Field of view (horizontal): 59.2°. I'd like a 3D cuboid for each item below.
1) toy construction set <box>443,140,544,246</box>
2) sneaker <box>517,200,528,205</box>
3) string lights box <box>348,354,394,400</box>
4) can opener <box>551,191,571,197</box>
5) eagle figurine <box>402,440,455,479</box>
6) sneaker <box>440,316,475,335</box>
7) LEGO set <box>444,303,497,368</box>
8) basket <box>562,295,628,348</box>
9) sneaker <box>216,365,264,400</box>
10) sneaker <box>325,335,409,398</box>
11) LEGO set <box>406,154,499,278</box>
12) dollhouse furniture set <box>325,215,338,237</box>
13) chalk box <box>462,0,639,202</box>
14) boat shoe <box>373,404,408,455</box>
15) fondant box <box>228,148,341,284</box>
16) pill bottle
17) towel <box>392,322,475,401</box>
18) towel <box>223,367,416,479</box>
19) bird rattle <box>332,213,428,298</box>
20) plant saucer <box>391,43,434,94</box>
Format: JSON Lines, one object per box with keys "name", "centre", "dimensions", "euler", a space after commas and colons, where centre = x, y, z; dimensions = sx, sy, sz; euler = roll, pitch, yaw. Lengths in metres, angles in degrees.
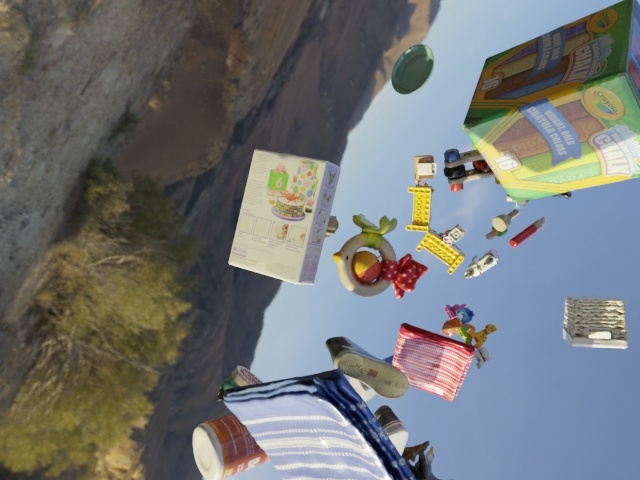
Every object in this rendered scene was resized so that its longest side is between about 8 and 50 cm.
{"name": "toy construction set", "centre": [0.499, -0.167, 1.459], "dimensions": [0.237, 0.309, 0.257], "euler": [-29, -173, -28]}
{"name": "sneaker", "centre": [0.427, -0.196, 1.225], "dimensions": [0.130, 0.228, 0.087], "euler": [-26, 170, 19]}
{"name": "string lights box", "centre": [0.219, 0.460, 1.912], "dimensions": [0.259, 0.077, 0.133], "euler": [-17, 148, -28]}
{"name": "can opener", "centre": [0.697, -0.152, 1.625], "dimensions": [0.186, 0.073, 0.059], "euler": [-20, 120, -76]}
{"name": "eagle figurine", "centre": [0.330, 0.759, 1.780], "dimensions": [0.225, 0.298, 0.226], "euler": [-32, -159, -19]}
{"name": "sneaker", "centre": [0.482, 0.297, 1.975], "dimensions": [0.067, 0.064, 0.175], "euler": [-61, -164, -16]}
{"name": "LEGO set", "centre": [0.510, 0.288, 1.838], "dimensions": [0.093, 0.227, 0.087], "euler": [-19, 159, -17]}
{"name": "basket", "centre": [0.608, 0.177, 1.259], "dimensions": [0.167, 0.113, 0.103], "euler": [11, 78, -73]}
{"name": "sneaker", "centre": [-0.157, 0.490, 1.556], "dimensions": [0.121, 0.302, 0.108], "euler": [-50, 166, 4]}
{"name": "sneaker", "centre": [0.117, 0.304, 1.391], "dimensions": [0.083, 0.222, 0.118], "euler": [-55, -158, 5]}
{"name": "LEGO set", "centre": [0.255, -0.048, 1.206], "dimensions": [0.132, 0.287, 0.107], "euler": [-31, -175, 24]}
{"name": "dollhouse furniture set", "centre": [0.000, 0.000, 1.765], "dimensions": [0.182, 0.101, 0.161], "euler": [149, -53, -80]}
{"name": "chalk box", "centre": [0.386, -0.198, 0.802], "dimensions": [0.289, 0.180, 0.179], "euler": [-13, -138, 45]}
{"name": "boat shoe", "centre": [0.150, 0.557, 1.505], "dimensions": [0.102, 0.108, 0.301], "euler": [-122, -149, -45]}
{"name": "fondant box", "centre": [-0.099, -0.066, 1.536], "dimensions": [0.096, 0.238, 0.330], "euler": [9, 95, -60]}
{"name": "pill bottle", "centre": [-0.155, 0.428, 1.222], "dimensions": [0.121, 0.216, 0.121], "euler": [12, -74, 52]}
{"name": "towel", "centre": [0.294, 0.334, 1.523], "dimensions": [0.275, 0.198, 0.031], "euler": [91, 22, -47]}
{"name": "towel", "centre": [0.031, 0.295, 0.637], "dimensions": [0.040, 0.336, 0.243], "euler": [-38, -173, -39]}
{"name": "bird rattle", "centre": [0.138, 0.056, 1.449], "dimensions": [0.207, 0.253, 0.143], "euler": [-33, -158, -17]}
{"name": "plant saucer", "centre": [0.214, -0.386, 1.285], "dimensions": [0.119, 0.021, 0.119], "euler": [-17, -115, 43]}
